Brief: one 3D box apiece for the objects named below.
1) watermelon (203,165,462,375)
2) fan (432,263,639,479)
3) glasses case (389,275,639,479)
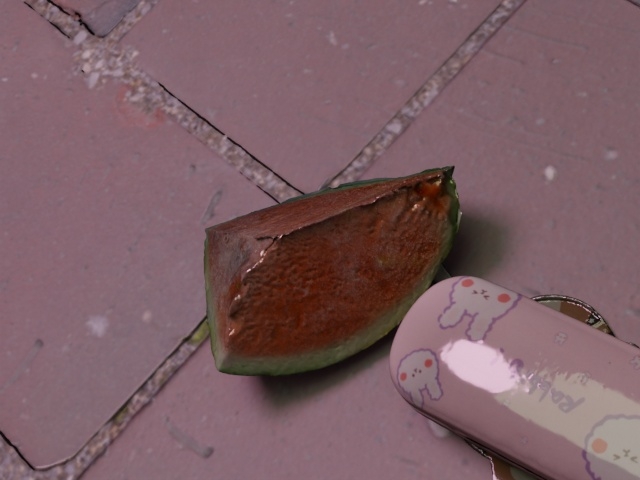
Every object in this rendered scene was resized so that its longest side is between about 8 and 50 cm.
[{"bbox_3d":[0.001,0.008,1.079,0.231,0.128,0.146,-21,28,-5],"label":"watermelon"},{"bbox_3d":[0.143,0.084,1.022,0.152,0.008,0.227,-41,56,-2],"label":"fan"},{"bbox_3d":[0.184,0.121,0.936,0.296,0.075,0.113,25,78,30],"label":"glasses case"}]
